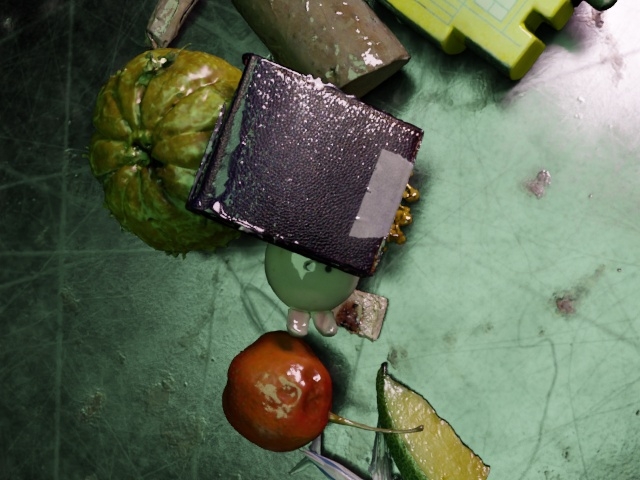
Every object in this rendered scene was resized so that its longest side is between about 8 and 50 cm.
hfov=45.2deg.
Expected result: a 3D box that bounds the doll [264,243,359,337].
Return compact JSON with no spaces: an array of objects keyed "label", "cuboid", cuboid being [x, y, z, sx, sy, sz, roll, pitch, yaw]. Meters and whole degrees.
[{"label":"doll","cuboid":[-0.002,-0.003,1.085,0.155,0.113,0.274,6,90,-11]}]

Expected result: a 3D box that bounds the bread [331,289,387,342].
[{"label":"bread","cuboid":[0.054,0.107,1.151,0.083,0.035,0.070,20,89,16]}]

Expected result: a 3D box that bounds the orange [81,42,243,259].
[{"label":"orange","cuboid":[-0.190,-0.127,1.124,0.300,0.223,0.301,-25,82,36]}]

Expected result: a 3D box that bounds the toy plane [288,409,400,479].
[{"label":"toy plane","cuboid":[0.060,0.364,1.119,0.226,0.058,0.226,32,81,9]}]

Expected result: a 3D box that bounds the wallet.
[{"label":"wallet","cuboid":[-0.017,-0.093,0.998,0.262,0.071,0.220,21,82,-11]}]

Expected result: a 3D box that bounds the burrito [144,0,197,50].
[{"label":"burrito","cuboid":[-0.229,-0.387,1.245,0.058,0.045,0.188,41,98,37]}]

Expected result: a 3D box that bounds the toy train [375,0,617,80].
[{"label":"toy train","cuboid":[0.198,-0.417,1.080,0.442,0.179,0.272,41,110,12]}]

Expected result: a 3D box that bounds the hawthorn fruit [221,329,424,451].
[{"label":"hawthorn fruit","cuboid":[-0.002,0.242,1.093,0.285,0.165,0.165,25,91,13]}]

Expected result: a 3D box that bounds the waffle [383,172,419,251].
[{"label":"waffle","cuboid":[0.027,-0.076,1.165,0.232,0.051,0.228,-15,80,10]}]

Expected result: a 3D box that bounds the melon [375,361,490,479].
[{"label":"melon","cuboid":[0.155,0.290,1.105,0.114,0.053,0.261,-30,76,-15]}]

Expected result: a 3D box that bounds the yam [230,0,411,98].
[{"label":"yam","cuboid":[-0.005,-0.315,1.134,0.161,0.161,0.268,-39,80,7]}]
